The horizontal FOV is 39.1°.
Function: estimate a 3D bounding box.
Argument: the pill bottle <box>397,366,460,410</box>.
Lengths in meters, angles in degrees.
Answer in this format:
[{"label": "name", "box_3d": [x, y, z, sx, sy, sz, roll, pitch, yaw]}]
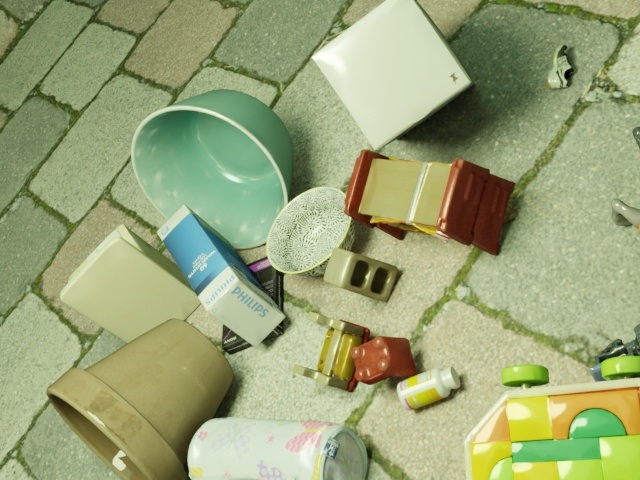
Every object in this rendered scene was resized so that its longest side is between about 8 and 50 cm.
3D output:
[{"label": "pill bottle", "box_3d": [0.153, 0.206, 1.266, 0.083, 0.043, 0.043, -25, 46, 22]}]

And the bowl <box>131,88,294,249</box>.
[{"label": "bowl", "box_3d": [-0.173, -0.152, 1.655, 0.311, 0.311, 0.163, -11, 33, 33]}]

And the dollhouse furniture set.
[{"label": "dollhouse furniture set", "box_3d": [0.126, 0.059, 1.356, 0.201, 0.152, 0.374, 14, 86, 44]}]

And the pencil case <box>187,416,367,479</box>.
[{"label": "pencil case", "box_3d": [-0.065, 0.323, 1.305, 0.273, 0.113, 0.124, -4, 48, 38]}]

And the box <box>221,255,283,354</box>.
[{"label": "box", "box_3d": [-0.118, 0.109, 1.575, 0.116, 0.029, 0.162, -24, 48, 24]}]

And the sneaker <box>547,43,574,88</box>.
[{"label": "sneaker", "box_3d": [0.393, -0.280, 1.454, 0.037, 0.032, 0.083, 8, 69, 27]}]

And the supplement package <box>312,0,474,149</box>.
[{"label": "supplement package", "box_3d": [0.127, -0.272, 1.446, 0.177, 0.175, 0.293, -34, 2, 13]}]

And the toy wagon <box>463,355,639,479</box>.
[{"label": "toy wagon", "box_3d": [0.334, 0.263, 0.999, 0.344, 0.068, 0.267, -10, 70, 24]}]

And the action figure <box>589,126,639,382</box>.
[{"label": "action figure", "box_3d": [0.442, 0.024, 1.078, 0.341, 0.178, 0.330, -31, 35, 16]}]

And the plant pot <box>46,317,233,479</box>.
[{"label": "plant pot", "box_3d": [-0.268, 0.251, 1.451, 0.263, 0.263, 0.229, 16, 54, 45]}]

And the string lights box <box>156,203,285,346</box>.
[{"label": "string lights box", "box_3d": [-0.173, 0.055, 1.538, 0.077, 0.133, 0.260, -45, 41, 2]}]

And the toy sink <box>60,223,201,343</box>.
[{"label": "toy sink", "box_3d": [-0.359, 0.076, 1.645, 0.153, 0.234, 0.131, -47, 42, 2]}]

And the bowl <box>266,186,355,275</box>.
[{"label": "bowl", "box_3d": [0.000, 0.000, 1.522, 0.170, 0.080, 0.170, -22, 48, 26]}]
